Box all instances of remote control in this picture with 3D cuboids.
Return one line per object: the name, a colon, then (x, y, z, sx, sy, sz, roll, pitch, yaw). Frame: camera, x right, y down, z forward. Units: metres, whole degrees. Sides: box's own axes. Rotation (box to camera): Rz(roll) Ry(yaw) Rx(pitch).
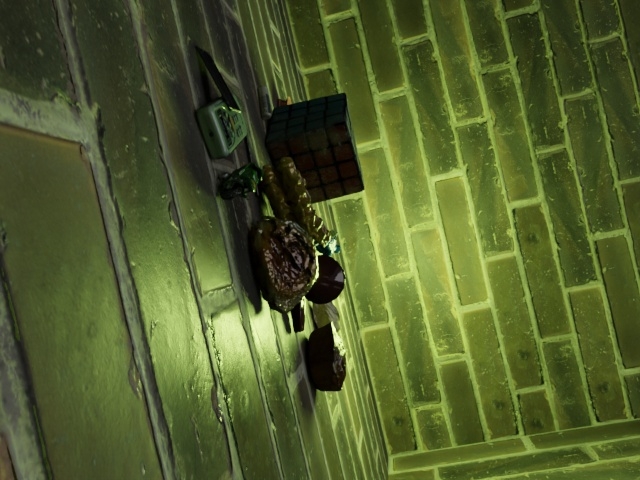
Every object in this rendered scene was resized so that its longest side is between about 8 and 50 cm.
remote control: (-0.262, -0.321, 1.341, 0.296, 0.056, 0.140, -81, 158, -66)

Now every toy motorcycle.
toy motorcycle: (-0.206, -0.159, 1.293, 0.190, 0.106, 0.074, -89, 163, -63)

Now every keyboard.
keyboard: (-0.280, -0.441, 1.334, 0.202, 0.011, 0.067, 61, 18, 8)

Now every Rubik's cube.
Rubik's cube: (-0.017, -0.389, 2.081, 0.337, 0.345, 0.343, -92, 168, -53)

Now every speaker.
speaker: (-0.070, 0.170, 1.748, 0.329, 0.198, 0.259, 9, 106, -66)

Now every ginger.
ginger: (0.013, 0.316, 2.123, 0.193, 0.115, 0.122, 68, -11, -14)

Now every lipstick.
lipstick: (-0.226, -0.559, 1.970, 0.040, 0.040, 0.141, 55, 23, -68)

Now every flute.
flute: (-0.233, -0.273, 1.600, 0.014, 0.014, 0.269, 24, 53, -79)

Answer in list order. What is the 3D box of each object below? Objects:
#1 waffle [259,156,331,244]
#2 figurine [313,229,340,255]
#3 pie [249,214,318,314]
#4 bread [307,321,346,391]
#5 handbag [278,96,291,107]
waffle: (-0.094, -0.123, 1.700, 0.324, 0.151, 0.261, 63, 9, 14)
figurine: (0.005, 0.007, 2.441, 0.262, 0.121, 0.164, 27, 42, -57)
pie: (-0.106, 0.059, 1.483, 0.308, 0.085, 0.308, 25, 55, -41)
bread: (0.032, 0.456, 1.839, 0.246, 0.135, 0.232, -93, 168, -49)
handbag: (-0.161, -0.592, 2.382, 0.212, 0.059, 0.157, -92, 165, -45)
